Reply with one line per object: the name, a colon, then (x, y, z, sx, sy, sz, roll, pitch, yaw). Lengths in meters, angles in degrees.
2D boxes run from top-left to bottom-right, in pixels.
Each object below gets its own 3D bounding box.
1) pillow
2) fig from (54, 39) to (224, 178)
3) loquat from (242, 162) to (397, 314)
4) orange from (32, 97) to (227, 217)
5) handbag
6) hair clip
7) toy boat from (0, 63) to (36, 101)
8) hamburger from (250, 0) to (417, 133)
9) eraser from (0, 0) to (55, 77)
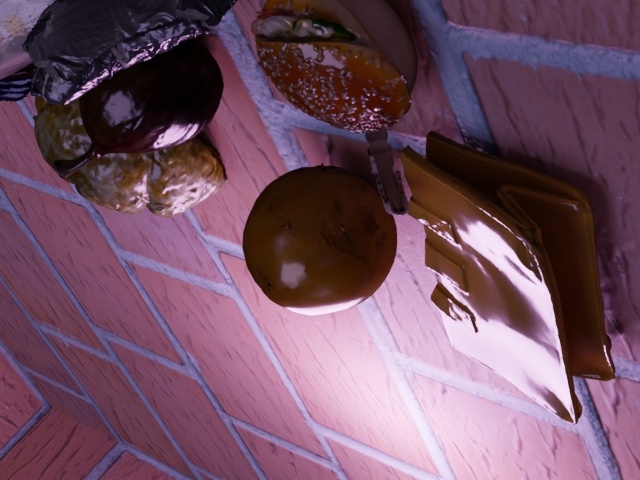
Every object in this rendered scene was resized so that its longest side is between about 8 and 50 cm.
pillow: (-0.265, -0.304, 1.823, 0.092, 0.335, 0.161, 38, -149, -64)
fig: (-0.303, -0.197, 2.015, 0.217, 0.217, 0.321, 45, 125, -7)
loquat: (0.000, 0.000, 1.956, 0.235, 0.235, 0.235, 33, 153, 19)
orange: (-0.344, -0.170, 2.206, 0.369, 0.210, 0.271, 43, 157, 4)
handbag: (0.254, 0.044, 1.791, 0.283, 0.133, 0.401, 28, 151, 38)
hair clip: (0.093, -0.073, 1.769, 0.226, 0.034, 0.072, -103, 1, -58)
toy boat: (-0.534, -0.346, 2.118, 0.219, 0.072, 0.318, 33, 144, 9)
hamburger: (0.019, -0.228, 1.660, 0.237, 0.147, 0.237, 34, 157, 16)
eraser: (-0.448, -0.364, 1.971, 0.397, 0.082, 0.213, -21, 119, 29)
